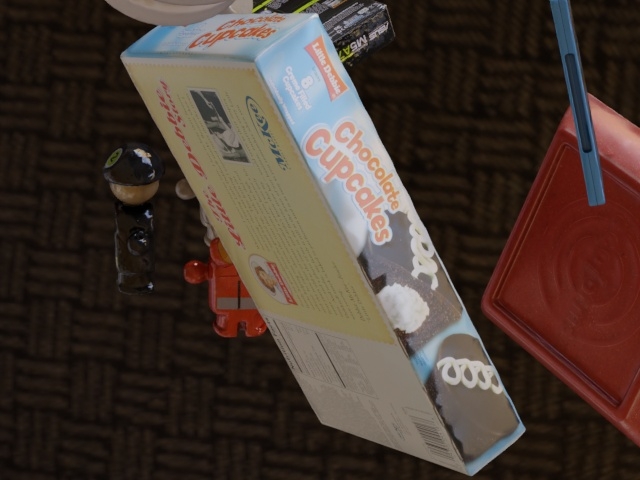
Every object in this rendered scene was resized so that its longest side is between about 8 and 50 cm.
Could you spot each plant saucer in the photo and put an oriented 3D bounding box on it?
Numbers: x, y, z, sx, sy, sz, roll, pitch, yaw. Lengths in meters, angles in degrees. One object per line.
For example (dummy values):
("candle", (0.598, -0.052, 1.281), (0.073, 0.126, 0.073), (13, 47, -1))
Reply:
("plant saucer", (0.267, 0.030, 1.630), (0.259, 0.048, 0.258), (41, 121, 38))

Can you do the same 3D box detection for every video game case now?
("video game case", (0.205, -0.121, 1.392), (0.015, 0.119, 0.166), (-10, 104, 11))

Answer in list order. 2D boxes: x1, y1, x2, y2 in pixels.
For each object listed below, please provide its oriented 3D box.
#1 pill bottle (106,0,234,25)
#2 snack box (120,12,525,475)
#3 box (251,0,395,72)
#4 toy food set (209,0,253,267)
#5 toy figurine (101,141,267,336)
("pill bottle", (-0.052, -0.176, 0.755), (0.121, 0.216, 0.121), (4, 73, -13))
("snack box", (0.000, 0.000, 1.159), (0.060, 0.187, 0.322), (-38, 114, -23))
("box", (-0.055, -0.187, 1.689), (0.191, 0.045, 0.184), (-37, 36, -24))
("toy food set", (-0.077, -0.099, 1.297), (0.104, 0.111, 0.232), (-21, 111, 33))
("toy figurine", (-0.083, -0.025, 1.658), (0.213, 0.209, 0.148), (22, 123, 36))
